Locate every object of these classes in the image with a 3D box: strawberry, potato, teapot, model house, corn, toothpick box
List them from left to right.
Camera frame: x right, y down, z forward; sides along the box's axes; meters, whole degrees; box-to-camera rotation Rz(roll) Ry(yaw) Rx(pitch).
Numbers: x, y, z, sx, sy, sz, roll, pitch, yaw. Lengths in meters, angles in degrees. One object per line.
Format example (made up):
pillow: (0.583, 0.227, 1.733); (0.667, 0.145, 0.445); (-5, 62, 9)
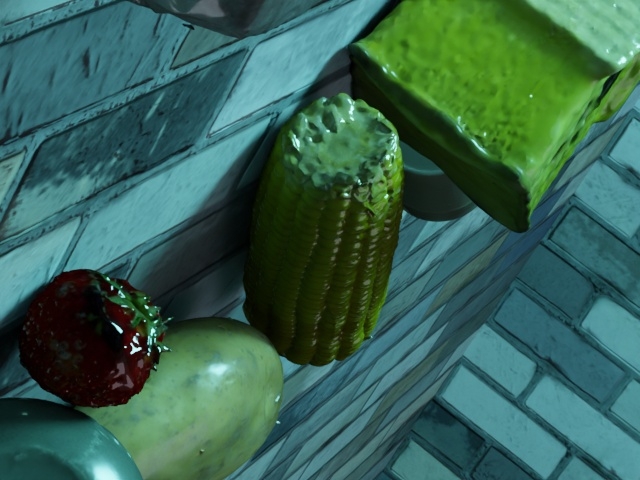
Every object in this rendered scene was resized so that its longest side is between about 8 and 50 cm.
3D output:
teapot: (-0.216, 0.213, 1.376); (0.183, 0.183, 0.251); (-48, 178, -20)
strawberry: (-0.157, 0.070, 1.330); (0.106, 0.106, 0.106); (-49, 169, -14)
potato: (-0.128, 0.146, 1.633); (0.235, 0.128, 0.161); (-41, 149, -29)
corn: (0.000, 0.000, 1.658); (0.131, 0.131, 0.344); (-47, 165, -22)
toothpick box: (0.106, -0.088, 1.834); (0.111, 0.111, 0.181); (-51, 168, -6)
model house: (0.161, -0.161, 1.626); (0.234, 0.193, 0.175); (-51, 166, -4)

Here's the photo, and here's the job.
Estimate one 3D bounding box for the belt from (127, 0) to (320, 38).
belt: (-0.032, -0.186, 0.931); (0.124, 0.128, 0.201); (-60, 170, 31)
